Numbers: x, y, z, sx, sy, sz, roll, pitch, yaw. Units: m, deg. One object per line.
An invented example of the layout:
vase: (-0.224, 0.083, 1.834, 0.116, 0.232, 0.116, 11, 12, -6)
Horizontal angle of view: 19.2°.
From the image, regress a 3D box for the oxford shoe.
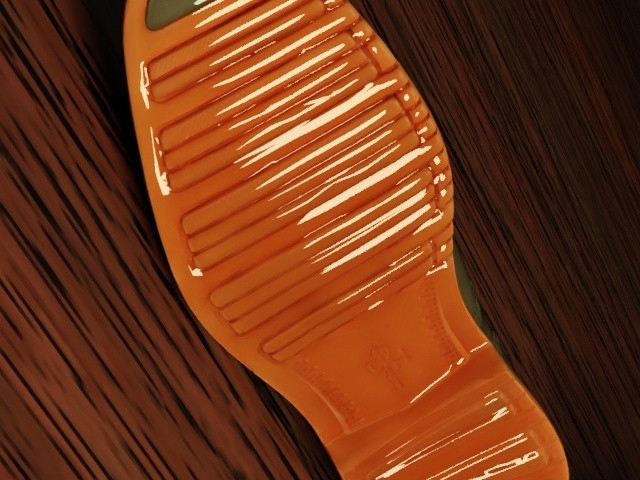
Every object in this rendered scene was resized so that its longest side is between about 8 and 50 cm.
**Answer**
oxford shoe: (0.000, 0.000, 0.656, 0.098, 0.097, 0.271, -117, -178, -57)
